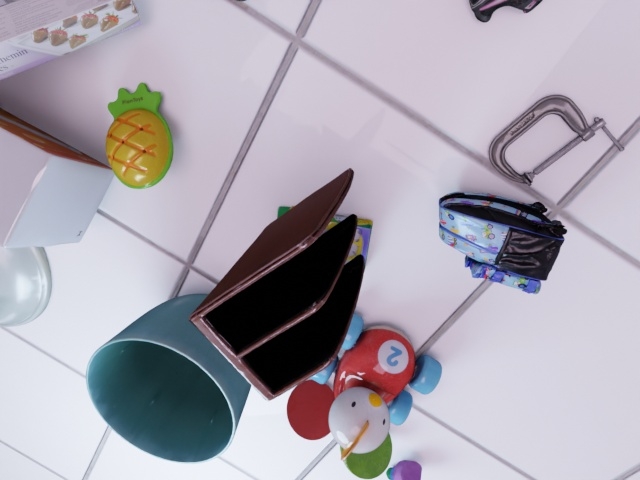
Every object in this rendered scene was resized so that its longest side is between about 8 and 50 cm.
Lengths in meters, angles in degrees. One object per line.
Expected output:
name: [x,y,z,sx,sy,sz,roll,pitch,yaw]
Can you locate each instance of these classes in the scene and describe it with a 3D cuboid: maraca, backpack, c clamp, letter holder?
maraca: [-0.322,-0.183,0.779,0.127,0.099,0.186,-9,88,9]
backpack: [0.260,-0.008,0.680,0.173,0.158,0.117,15,111,10]
c clamp: [0.348,-0.142,0.670,0.160,0.022,0.137,-35,103,25]
letter holder: [-0.005,0.037,0.639,0.214,0.302,0.152,-35,102,24]

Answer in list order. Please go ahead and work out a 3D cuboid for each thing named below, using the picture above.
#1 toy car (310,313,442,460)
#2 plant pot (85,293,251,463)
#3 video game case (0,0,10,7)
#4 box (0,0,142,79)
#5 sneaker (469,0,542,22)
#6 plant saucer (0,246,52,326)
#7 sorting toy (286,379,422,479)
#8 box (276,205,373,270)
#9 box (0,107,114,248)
toy car: [0.088,0.297,0.821,0.219,0.238,0.210,30,118,-2]
plant pot: [-0.261,0.244,0.885,0.292,0.235,0.293,6,117,12]
video game case: [-0.654,-0.372,0.670,0.274,0.035,0.248,-35,83,-15]
box: [-0.437,-0.311,0.663,0.323,0.063,0.067,-29,76,-11]
sneaker: [0.280,-0.343,0.575,0.178,0.072,0.077,-8,125,26]
plant saucer: [-0.827,0.052,1.013,0.399,0.101,0.401,6,116,12]
sorting toy: [0.059,0.453,1.000,0.365,0.127,0.126,37,147,-8]
box: [0.000,0.000,0.814,0.179,0.043,0.105,11,116,10]
box: [-0.591,-0.142,0.769,0.345,0.215,0.168,29,92,-1]
